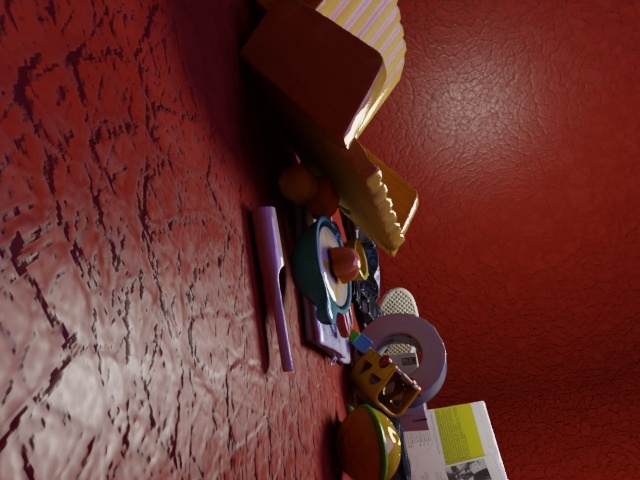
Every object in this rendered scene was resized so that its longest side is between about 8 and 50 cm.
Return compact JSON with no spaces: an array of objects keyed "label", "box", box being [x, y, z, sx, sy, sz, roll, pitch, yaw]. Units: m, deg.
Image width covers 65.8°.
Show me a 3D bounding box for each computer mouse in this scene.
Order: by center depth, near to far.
[{"label":"computer mouse","box":[0.130,0.174,1.464,0.184,0.060,0.262,-86,152,-42]}]

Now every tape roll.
[{"label":"tape roll","box":[0.194,0.289,1.202,0.072,0.219,0.219,65,17,-53]}]

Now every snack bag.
[{"label":"snack bag","box":[0.012,0.065,0.925,0.342,0.037,0.323,60,21,-65]}]

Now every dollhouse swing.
[{"label":"dollhouse swing","box":[0.100,-0.223,0.771,0.315,0.305,0.347,46,-6,31]}]

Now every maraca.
[{"label":"maraca","box":[0.071,0.332,0.810,0.185,0.099,0.127,138,-47,-71]}]

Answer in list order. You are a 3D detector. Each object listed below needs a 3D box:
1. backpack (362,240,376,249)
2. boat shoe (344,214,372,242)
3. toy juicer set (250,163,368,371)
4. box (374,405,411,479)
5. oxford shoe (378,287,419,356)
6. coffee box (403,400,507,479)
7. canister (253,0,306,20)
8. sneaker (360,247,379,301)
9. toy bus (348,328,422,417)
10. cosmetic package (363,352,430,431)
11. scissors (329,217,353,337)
[{"label":"backpack","box":[0.144,-0.031,1.684,0.114,0.084,0.105,-69,148,-64]},{"label":"boat shoe","box":[0.102,-0.117,1.501,0.114,0.091,0.303,-127,-162,-64]},{"label":"toy juicer set","box":[0.000,0.000,0.659,0.329,0.089,0.209,-47,122,-69]},{"label":"box","box":[0.139,0.464,1.072,0.156,0.093,0.159,-2,81,-81]},{"label":"oxford shoe","box":[0.279,0.381,1.808,0.130,0.169,0.450,-57,143,-73]},{"label":"coffee box","box":[0.395,0.753,1.546,0.338,0.334,0.338,-94,168,-45]},{"label":"canister","box":[-0.044,-0.335,0.837,0.126,0.073,0.170,52,-11,35]},{"label":"sneaker","box":[0.163,0.118,1.694,0.081,0.080,0.211,73,19,-70]},{"label":"toy bus","box":[0.116,0.297,1.071,0.191,0.104,0.202,36,-11,23]},{"label":"cosmetic package","box":[0.193,0.401,1.285,0.184,0.151,0.152,66,17,-53]},{"label":"scissors","box":[0.026,0.024,0.876,0.109,0.021,0.297,43,38,-72]}]
